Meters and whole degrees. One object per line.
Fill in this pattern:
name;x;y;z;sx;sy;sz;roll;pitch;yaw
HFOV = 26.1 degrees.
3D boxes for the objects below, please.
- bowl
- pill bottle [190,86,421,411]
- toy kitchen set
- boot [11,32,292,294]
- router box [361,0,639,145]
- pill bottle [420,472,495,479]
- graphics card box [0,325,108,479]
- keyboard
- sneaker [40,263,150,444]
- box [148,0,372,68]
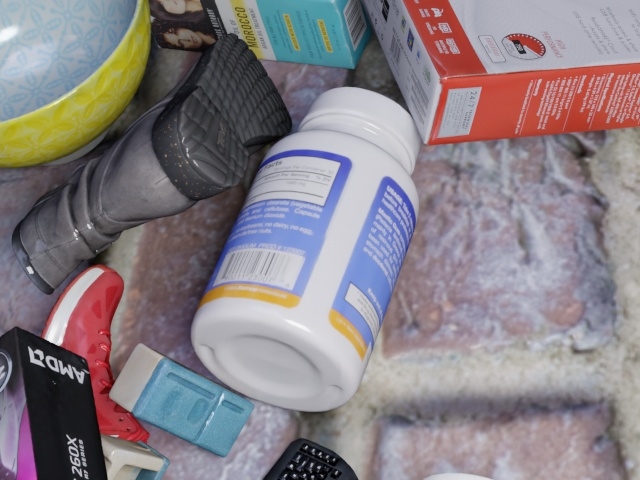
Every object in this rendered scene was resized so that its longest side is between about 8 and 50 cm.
bowl;-0.296;-0.171;1.444;0.289;0.156;0.289;-9;50;11
pill bottle;0.000;0.000;1.216;0.152;0.152;0.272;6;53;22
toy kitchen set;-0.112;0.220;1.103;0.166;0.122;0.207;25;84;43
boot;-0.163;-0.080;1.315;0.223;0.118;0.338;-30;8;20
router box;0.198;-0.242;1.336;0.301;0.082;0.335;-7;47;-15
pill bottle;0.090;0.285;0.973;0.121;0.121;0.221;4;53;20
graphics card box;-0.259;0.277;1.040;0.233;0.094;0.371;-33;50;21
keyboard;-0.039;0.242;1.105;0.100;0.038;0.192;22;62;31
sneaker;-0.193;0.132;1.229;0.128;0.087;0.221;16;66;14
box;-0.074;-0.250;1.478;0.244;0.100;0.060;9;55;24
